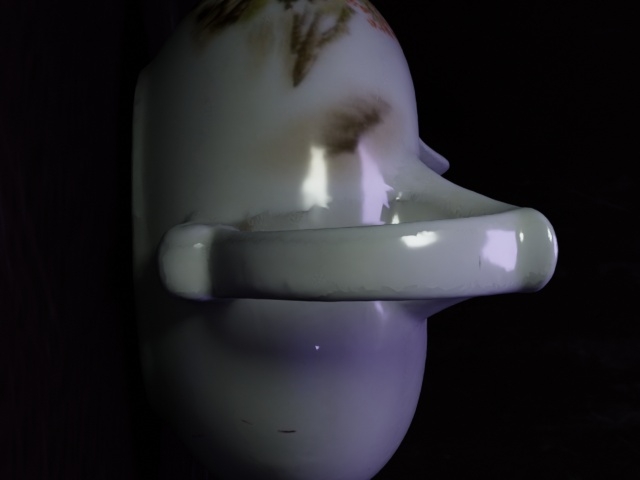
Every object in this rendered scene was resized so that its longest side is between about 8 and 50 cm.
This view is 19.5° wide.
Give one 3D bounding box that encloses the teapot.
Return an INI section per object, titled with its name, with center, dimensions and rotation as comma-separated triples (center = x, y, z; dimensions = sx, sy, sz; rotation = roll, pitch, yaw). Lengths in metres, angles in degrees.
[teapot]
center = 0.000, 0.000, 0.706
dimensions = 0.298, 0.139, 0.204
rotation = -100, -170, -81
